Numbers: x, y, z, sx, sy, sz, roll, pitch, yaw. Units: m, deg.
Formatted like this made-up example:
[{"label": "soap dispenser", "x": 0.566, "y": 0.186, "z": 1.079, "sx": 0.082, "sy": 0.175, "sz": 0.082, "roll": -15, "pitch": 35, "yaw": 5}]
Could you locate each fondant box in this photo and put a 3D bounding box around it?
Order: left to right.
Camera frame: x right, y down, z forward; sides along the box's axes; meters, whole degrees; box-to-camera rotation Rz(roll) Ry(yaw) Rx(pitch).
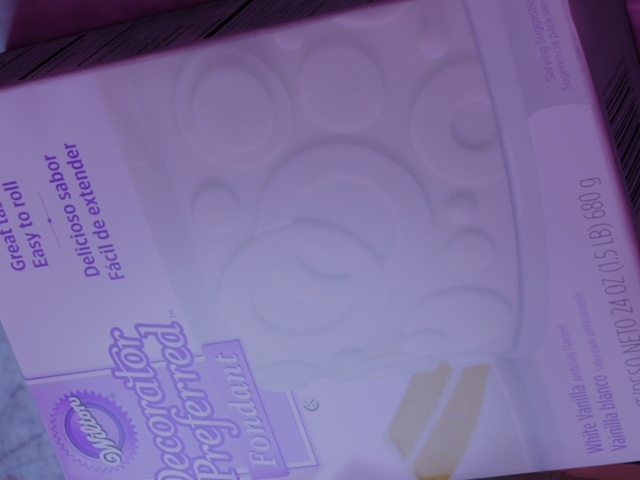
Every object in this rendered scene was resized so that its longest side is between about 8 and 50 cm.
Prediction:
[{"label": "fondant box", "x": 0.000, "y": 0.000, "z": 0.874, "sx": 0.330, "sy": 0.096, "sz": 0.238, "roll": -9, "pitch": 111, "yaw": 25}]

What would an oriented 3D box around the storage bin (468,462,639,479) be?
[{"label": "storage bin", "x": 0.174, "y": 0.257, "z": 0.919, "sx": 0.260, "sy": 0.123, "sz": 0.262, "roll": 4, "pitch": 116, "yaw": 19}]
